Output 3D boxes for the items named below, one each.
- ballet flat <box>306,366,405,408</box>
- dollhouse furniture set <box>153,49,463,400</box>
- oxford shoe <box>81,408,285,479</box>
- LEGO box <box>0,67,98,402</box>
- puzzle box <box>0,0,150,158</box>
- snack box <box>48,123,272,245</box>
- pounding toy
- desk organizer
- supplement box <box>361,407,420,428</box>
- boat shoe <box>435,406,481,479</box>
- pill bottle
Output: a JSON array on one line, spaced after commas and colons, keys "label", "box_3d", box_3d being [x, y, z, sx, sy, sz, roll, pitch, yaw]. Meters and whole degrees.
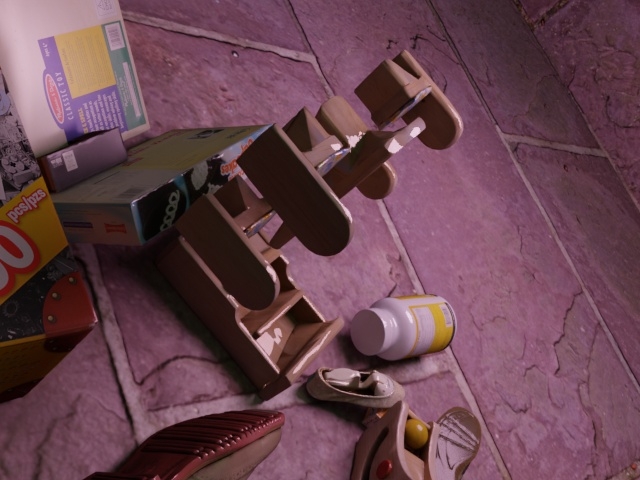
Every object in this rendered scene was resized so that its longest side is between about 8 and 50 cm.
[{"label": "ballet flat", "box_3d": [0.062, 0.218, 1.142, 0.168, 0.052, 0.057, 7, 43, -23]}, {"label": "dollhouse furniture set", "box_3d": [0.000, 0.000, 1.011, 0.256, 0.394, 0.362, 50, 37, -2]}, {"label": "oxford shoe", "box_3d": [-0.158, 0.293, 0.870, 0.348, 0.123, 0.130, -19, 101, -52]}, {"label": "LEGO box", "box_3d": [-0.509, -0.008, 0.660, 0.500, 0.193, 0.372, -8, 67, -49]}, {"label": "puzzle box", "box_3d": [-0.370, -0.297, 0.981, 0.272, 0.052, 0.409, -41, 126, -54]}, {"label": "snack box", "box_3d": [-0.216, -0.084, 1.034, 0.322, 0.187, 0.060, -41, 127, -52]}, {"label": "pounding toy", "box_3d": [0.085, 0.329, 1.027, 0.155, 0.154, 0.269, 37, 39, -18]}, {"label": "desk organizer", "box_3d": [-0.314, -0.105, 0.984, 0.130, 0.050, 0.047, -40, 122, -52]}, {"label": "supplement box", "box_3d": [0.117, 0.287, 1.191, 0.098, 0.036, 0.062, 43, 37, -10]}, {"label": "boat shoe", "box_3d": [0.183, 0.350, 1.180, 0.080, 0.073, 0.223, 32, 41, 5]}, {"label": "pill bottle", "box_3d": [0.137, 0.145, 1.274, 0.184, 0.103, 0.103, 0, 60, -46]}]
